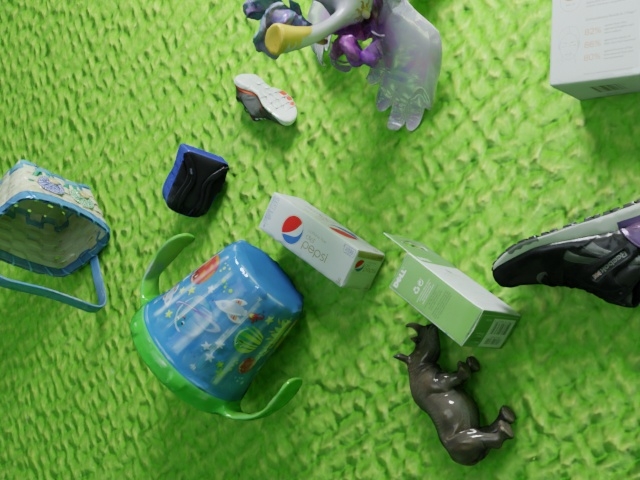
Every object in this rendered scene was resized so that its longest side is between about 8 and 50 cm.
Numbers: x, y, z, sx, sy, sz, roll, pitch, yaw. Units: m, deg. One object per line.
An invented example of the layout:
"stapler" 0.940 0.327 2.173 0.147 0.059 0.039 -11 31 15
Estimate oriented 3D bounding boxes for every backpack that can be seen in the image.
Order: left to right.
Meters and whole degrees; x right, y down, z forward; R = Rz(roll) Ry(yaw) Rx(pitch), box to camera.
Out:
"backpack" -0.232 -0.107 1.830 0.120 0.098 0.101 -67 22 11

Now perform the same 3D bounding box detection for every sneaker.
"sneaker" -0.097 -0.236 1.771 0.158 0.061 0.065 44 138 36
"sneaker" 0.356 0.037 1.307 0.283 0.107 0.124 -23 75 36

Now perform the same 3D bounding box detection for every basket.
"basket" -0.548 -0.004 1.976 0.201 0.255 0.289 -35 51 29

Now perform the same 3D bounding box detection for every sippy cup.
"sippy cup" -0.155 0.130 1.659 0.224 0.305 0.240 -44 13 14

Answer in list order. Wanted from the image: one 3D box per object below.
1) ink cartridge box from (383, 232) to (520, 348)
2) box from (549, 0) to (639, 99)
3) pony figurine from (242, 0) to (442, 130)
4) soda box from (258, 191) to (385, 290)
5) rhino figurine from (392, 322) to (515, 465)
"ink cartridge box" 0.174 0.073 1.447 0.209 0.109 0.062 39 108 37
"box" 0.385 -0.285 1.334 0.130 0.091 0.170 -1 83 41
"pony figurine" 0.053 -0.367 1.506 0.303 0.363 0.351 41 126 29
"soda box" 0.000 0.000 1.628 0.216 0.074 0.069 36 106 38
"rhino figurine" 0.181 0.214 1.445 0.106 0.073 0.243 -46 56 22
